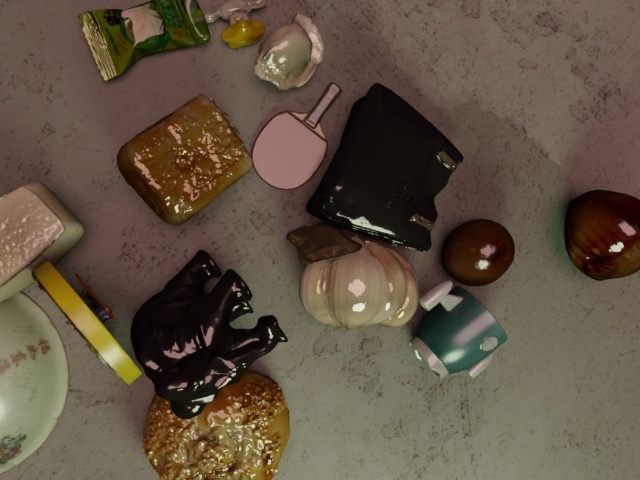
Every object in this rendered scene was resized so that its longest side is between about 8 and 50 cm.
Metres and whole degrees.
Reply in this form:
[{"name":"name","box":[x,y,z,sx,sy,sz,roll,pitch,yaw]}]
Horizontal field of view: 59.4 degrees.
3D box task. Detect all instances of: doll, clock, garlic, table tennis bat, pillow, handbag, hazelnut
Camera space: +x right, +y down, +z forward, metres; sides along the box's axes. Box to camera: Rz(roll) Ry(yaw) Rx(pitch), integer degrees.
[{"name":"doll","box":[-0.187,-0.481,1.219,0.135,0.071,0.113,4,81,-5]},{"name":"clock","box":[-0.431,0.150,1.069,0.071,0.293,0.277,-40,102,-20]},{"name":"garlic","box":[0.093,0.087,1.202,0.281,0.185,0.203,2,87,-10]},{"name":"table tennis bat","box":[-0.042,-0.240,1.263,0.154,0.021,0.274,36,86,-8]},{"name":"pillow","box":[0.000,0.001,1.175,0.130,0.217,0.033,-15,111,-11]},{"name":"handbag","box":[0.158,-0.145,1.237,0.288,0.152,0.342,28,75,-13]},{"name":"hazelnut","box":[0.664,-0.024,1.296,0.230,0.229,0.229,0,90,-10]}]

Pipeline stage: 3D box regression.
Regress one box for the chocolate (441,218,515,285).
[{"name":"chocolate","box":[0.362,0.028,1.264,0.177,0.177,0.176,0,90,-10]}]

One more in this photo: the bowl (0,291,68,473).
[{"name":"bowl","box":[-0.725,0.282,1.053,0.435,0.196,0.434,0,90,-11]}]

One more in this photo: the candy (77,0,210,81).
[{"name":"candy","box":[-0.371,-0.447,1.182,0.246,0.069,0.149,-26,99,-14]}]

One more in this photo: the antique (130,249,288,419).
[{"name":"antique","box":[-0.238,0.185,1.099,0.255,0.322,0.185,-38,129,-22]}]

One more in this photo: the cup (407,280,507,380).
[{"name":"cup","box":[0.294,0.216,1.250,0.173,0.167,0.299,-40,123,-5]}]

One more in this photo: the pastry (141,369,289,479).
[{"name":"pastry","box":[-0.211,0.400,1.162,0.311,0.162,0.255,-9,89,-11]}]

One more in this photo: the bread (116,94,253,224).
[{"name":"bread","box":[-0.272,-0.164,1.148,0.246,0.176,0.195,-41,107,-22]}]

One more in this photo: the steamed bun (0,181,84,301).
[{"name":"steamed bun","box":[-0.592,0.007,1.092,0.242,0.164,0.146,-43,95,-6]}]

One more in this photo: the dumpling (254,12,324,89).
[{"name":"dumpling","box":[-0.066,-0.402,1.223,0.188,0.108,0.127,-53,124,-20]}]
